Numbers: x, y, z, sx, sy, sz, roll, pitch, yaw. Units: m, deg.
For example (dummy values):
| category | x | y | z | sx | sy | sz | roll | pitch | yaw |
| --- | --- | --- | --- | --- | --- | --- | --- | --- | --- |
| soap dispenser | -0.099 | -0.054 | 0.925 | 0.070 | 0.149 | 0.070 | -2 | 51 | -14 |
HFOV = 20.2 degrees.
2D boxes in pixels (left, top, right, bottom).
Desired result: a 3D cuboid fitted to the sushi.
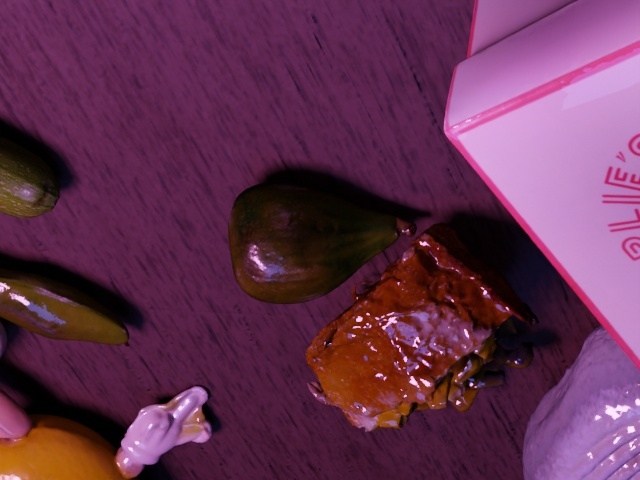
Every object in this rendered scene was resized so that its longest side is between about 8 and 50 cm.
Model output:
| category | x | y | z | sx | sy | sz | roll | pitch | yaw |
| --- | --- | --- | --- | --- | --- | --- | --- | --- | --- |
| sushi | 0.103 | 0.101 | 1.734 | 0.179 | 0.167 | 0.296 | 45 | 123 | 0 |

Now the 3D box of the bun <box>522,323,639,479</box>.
| category | x | y | z | sx | sy | sz | roll | pitch | yaw |
| --- | --- | --- | --- | --- | --- | --- | --- | --- | --- |
| bun | 0.377 | 0.197 | 1.731 | 0.354 | 0.194 | 0.354 | 7 | 133 | 8 |

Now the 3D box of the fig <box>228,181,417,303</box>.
| category | x | y | z | sx | sy | sz | roll | pitch | yaw |
| --- | --- | --- | --- | --- | --- | --- | --- | --- | --- |
| fig | 0.000 | 0.000 | 1.697 | 0.177 | 0.117 | 0.117 | -6 | 137 | -12 |

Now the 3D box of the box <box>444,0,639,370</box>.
| category | x | y | z | sx | sy | sz | roll | pitch | yaw |
| --- | --- | --- | --- | --- | --- | --- | --- | --- | --- |
| box | 0.314 | -0.127 | 1.348 | 0.312 | 0.300 | 0.314 | -23 | 124 | 31 |

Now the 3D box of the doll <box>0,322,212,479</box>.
| category | x | y | z | sx | sy | sz | roll | pitch | yaw |
| --- | --- | --- | --- | --- | --- | --- | --- | --- | --- |
| doll | -0.315 | 0.253 | 1.978 | 0.423 | 0.161 | 0.348 | 20 | 119 | -18 |

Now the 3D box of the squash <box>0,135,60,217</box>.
| category | x | y | z | sx | sy | sz | roll | pitch | yaw |
| --- | --- | --- | --- | --- | --- | --- | --- | --- | --- |
| squash | -0.348 | -0.084 | 1.698 | 0.219 | 0.077 | 0.068 | 29 | 125 | -13 |

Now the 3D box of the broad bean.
| category | x | y | z | sx | sy | sz | roll | pitch | yaw |
| --- | --- | --- | --- | --- | --- | --- | --- | --- | --- |
| broad bean | -0.340 | 0.041 | 1.825 | 0.325 | 0.067 | 0.075 | 25 | 125 | -14 |
